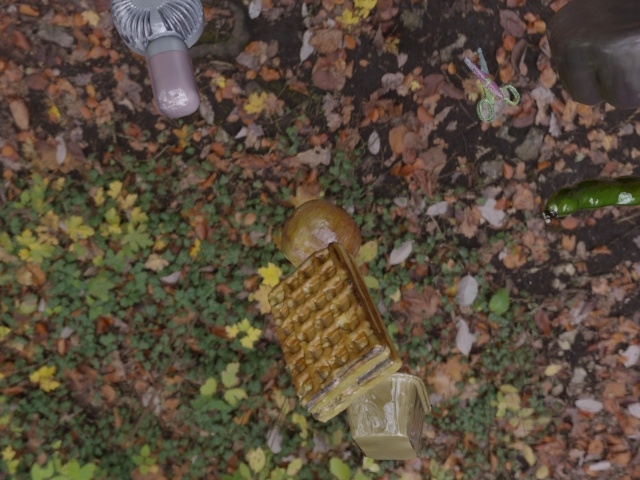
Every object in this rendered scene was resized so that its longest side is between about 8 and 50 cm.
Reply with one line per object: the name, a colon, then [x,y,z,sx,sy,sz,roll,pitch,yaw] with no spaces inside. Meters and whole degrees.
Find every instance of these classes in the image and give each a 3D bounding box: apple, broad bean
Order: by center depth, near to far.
broad bean: [0.453,-0.073,0.865,0.255,0.065,0.046,-11,141,-17]
apple: [0.000,0.000,1.396,0.211,0.187,0.211,36,168,9]

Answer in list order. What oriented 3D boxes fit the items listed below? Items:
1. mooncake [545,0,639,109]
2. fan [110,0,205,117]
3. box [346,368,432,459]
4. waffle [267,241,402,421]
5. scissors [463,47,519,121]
mooncake: [0.552,-0.363,0.905,0.306,0.305,0.154,-17,130,25]
fan: [-0.225,-0.284,0.767,0.130,0.244,0.074,-14,162,-3]
box: [0.084,0.212,0.673,0.112,0.111,0.177,-2,148,15]
waffle: [0.007,0.080,0.502,0.102,0.148,0.042,-43,131,17]
scissors: [0.453,-0.427,1.447,0.134,0.020,0.187,-32,99,-10]
